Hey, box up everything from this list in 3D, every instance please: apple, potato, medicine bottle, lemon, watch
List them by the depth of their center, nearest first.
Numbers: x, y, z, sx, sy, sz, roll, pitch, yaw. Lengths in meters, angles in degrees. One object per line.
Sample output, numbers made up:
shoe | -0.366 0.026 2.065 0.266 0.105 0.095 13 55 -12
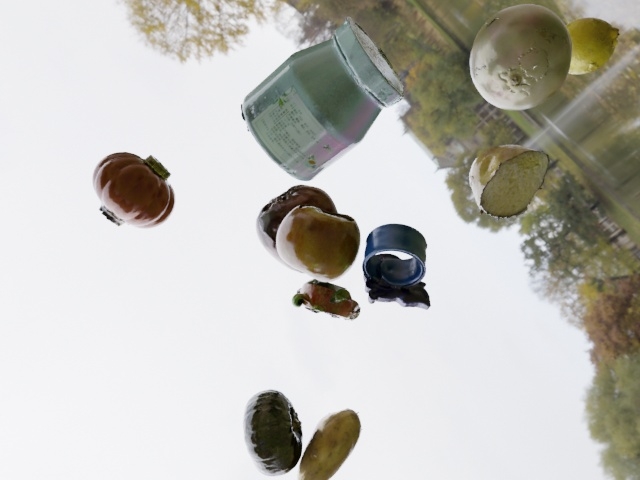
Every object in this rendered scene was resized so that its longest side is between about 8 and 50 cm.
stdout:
medicine bottle | 0.011 -0.307 1.062 0.245 0.290 0.245 39 -150 -28
watch | 0.205 0.062 1.307 0.196 0.200 0.171 4 -134 -4
potato | 0.021 0.569 1.353 0.128 0.234 0.161 29 176 26
apple | 0.000 0.000 1.385 0.237 0.207 0.237 27 178 1
lemon | 0.851 -0.628 1.578 0.173 0.206 0.173 0 -90 -37
potato | 0.687 -0.257 1.887 0.289 0.300 0.237 11 -153 -27

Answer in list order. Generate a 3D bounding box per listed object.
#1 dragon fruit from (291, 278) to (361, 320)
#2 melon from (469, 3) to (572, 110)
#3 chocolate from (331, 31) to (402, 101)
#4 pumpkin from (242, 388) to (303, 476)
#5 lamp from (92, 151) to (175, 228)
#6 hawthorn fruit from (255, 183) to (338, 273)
dragon fruit | 0.026 0.232 1.904 0.295 0.130 0.268 21 172 -35
melon | 0.468 -0.431 1.150 0.223 0.223 0.317 39 -143 -10
chocolate | 0.144 -0.560 1.623 0.185 0.100 0.303 -22 -106 -50
pumpkin | -0.124 0.516 1.324 0.223 0.157 0.223 -18 -90 -87
lamp | -0.482 -0.129 1.272 0.223 0.196 0.223 43 177 2
hawthorn fruit | -0.074 -0.038 1.770 0.308 0.324 0.308 -3 -154 1
